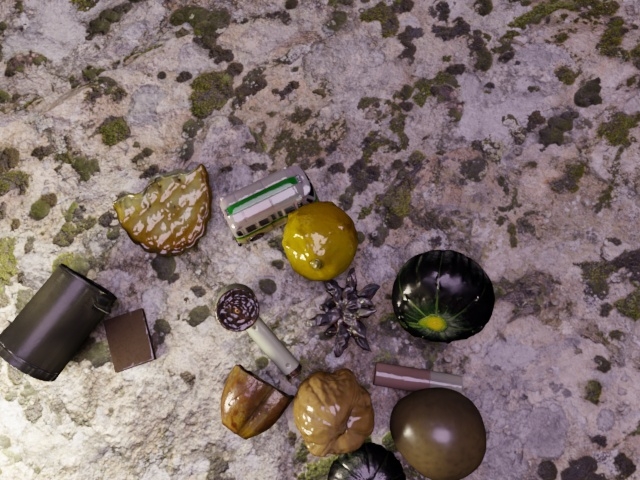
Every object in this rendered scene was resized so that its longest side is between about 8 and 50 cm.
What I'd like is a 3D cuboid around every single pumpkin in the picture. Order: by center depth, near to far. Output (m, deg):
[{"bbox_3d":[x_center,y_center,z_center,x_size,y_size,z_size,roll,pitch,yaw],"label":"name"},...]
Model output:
[{"bbox_3d":[0.128,0.672,1.416,0.220,0.162,0.221,1,72,-2],"label":"pumpkin"},{"bbox_3d":[0.362,0.142,1.503,0.295,0.296,0.296,0,75,2],"label":"pumpkin"}]

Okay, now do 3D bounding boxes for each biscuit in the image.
[{"bbox_3d":[-0.520,-0.112,1.693,0.335,0.078,0.329,11,79,5],"label":"biscuit"}]

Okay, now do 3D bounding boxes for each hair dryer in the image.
[{"bbox_3d":[-0.173,0.286,1.535,0.128,0.203,0.362,-41,96,-9],"label":"hair dryer"}]

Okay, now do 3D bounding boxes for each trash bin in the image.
[{"bbox_3d":[-0.791,0.239,1.541,0.252,0.203,0.301,29,77,28],"label":"trash bin"}]

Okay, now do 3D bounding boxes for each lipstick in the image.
[{"bbox_3d":[0.287,0.416,1.524,0.254,0.070,0.070,8,76,4],"label":"lipstick"}]

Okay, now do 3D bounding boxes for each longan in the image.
[{"bbox_3d":[0.322,0.529,1.407,0.258,0.258,0.258,0,75,2],"label":"longan"}]

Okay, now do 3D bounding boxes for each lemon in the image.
[{"bbox_3d":[0.000,0.000,1.554,0.233,0.234,0.288,6,36,4],"label":"lemon"}]

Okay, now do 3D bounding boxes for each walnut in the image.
[{"bbox_3d":[0.032,0.476,1.430,0.224,0.257,0.257,29,77,-11],"label":"walnut"}]

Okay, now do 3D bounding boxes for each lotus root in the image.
[{"bbox_3d":[-0.201,0.471,1.460,0.188,0.199,0.180,28,73,16],"label":"lotus root"}]

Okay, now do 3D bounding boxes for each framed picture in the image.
[{"bbox_3d":[-0.598,0.312,1.606,0.127,0.023,0.169,-19,75,-4],"label":"framed picture"}]

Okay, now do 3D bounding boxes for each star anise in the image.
[{"bbox_3d":[0.081,0.215,1.566,0.212,0.129,0.283,11,71,22],"label":"star anise"}]

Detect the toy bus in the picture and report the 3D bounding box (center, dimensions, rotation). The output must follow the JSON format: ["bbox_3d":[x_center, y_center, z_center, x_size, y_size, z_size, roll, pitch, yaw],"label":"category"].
[{"bbox_3d":[-0.161,-0.122,1.625,0.305,0.179,0.143,-25,76,-5],"label":"toy bus"}]
